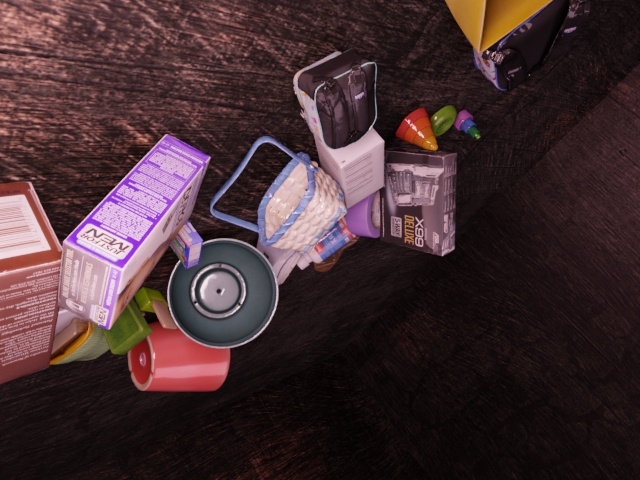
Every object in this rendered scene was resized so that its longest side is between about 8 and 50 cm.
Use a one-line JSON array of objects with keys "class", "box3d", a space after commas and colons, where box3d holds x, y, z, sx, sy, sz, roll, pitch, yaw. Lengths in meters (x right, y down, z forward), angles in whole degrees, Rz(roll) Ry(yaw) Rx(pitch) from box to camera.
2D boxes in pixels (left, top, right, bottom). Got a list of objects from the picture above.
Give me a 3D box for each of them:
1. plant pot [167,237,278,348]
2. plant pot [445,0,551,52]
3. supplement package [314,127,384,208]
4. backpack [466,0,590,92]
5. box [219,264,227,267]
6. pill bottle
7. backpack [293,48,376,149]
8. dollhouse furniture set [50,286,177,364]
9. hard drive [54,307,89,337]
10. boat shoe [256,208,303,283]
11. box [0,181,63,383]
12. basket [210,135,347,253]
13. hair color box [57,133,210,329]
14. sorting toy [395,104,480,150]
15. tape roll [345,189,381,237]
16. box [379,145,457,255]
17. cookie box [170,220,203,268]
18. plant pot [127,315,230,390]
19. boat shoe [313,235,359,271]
[{"class": "plant pot", "box3d": [-0.283, 0.145, 1.453, 0.293, 0.293, 0.196, -30, -175, -16]}, {"class": "plant pot", "box3d": [0.348, -0.556, 1.024, 0.212, 0.187, 0.212, -36, 158, 0]}, {"class": "supplement package", "box3d": [0.083, -0.218, 1.392, 0.134, 0.139, 0.244, -32, 159, -6]}, {"class": "backpack", "box3d": [0.497, -0.522, 1.301, 0.276, 0.213, 0.263, -33, 152, 7]}, {"class": "box", "box3d": [-0.288, 0.086, 1.609, 0.137, 0.027, 0.094, -43, 159, 16]}, {"class": "pill bottle", "box3d": [0.000, 0.000, 1.741, 0.221, 0.124, 0.124, -37, 159, 0]}, {"class": "backpack", "box3d": [0.036, -0.303, 1.116, 0.166, 0.144, 0.188, -33, 136, -14]}, {"class": "dollhouse furniture set", "box3d": [-0.540, 0.266, 1.309, 0.301, 0.151, 0.197, -38, 159, 5]}, {"class": "hard drive", "box3d": [-0.670, 0.222, 1.284, 0.318, 0.040, 0.210, -19, 153, -39]}, {"class": "boat shoe", "box3d": [-0.102, 0.026, 1.603, 0.156, 0.136, 0.367, -20, 146, -43]}, {"class": "box", "box3d": [-0.584, 0.094, 0.942, 0.143, 0.191, 0.381, -15, 151, -43]}, {"class": "basket", "box3d": [-0.102, -0.105, 1.299, 0.289, 0.201, 0.255, 25, 123, -35]}, {"class": "hair color box", "box3d": [-0.335, -0.027, 0.946, 0.185, 0.110, 0.339, -57, -174, 43]}, {"class": "sorting toy", "box3d": [0.403, -0.346, 1.640, 0.365, 0.126, 0.127, -16, 151, -40]}, {"class": "tape roll", "box3d": [0.158, -0.106, 1.681, 0.189, 0.080, 0.189, -24, 118, -56]}, {"class": "box", "box3d": [0.297, -0.127, 1.584, 0.076, 0.242, 0.307, -21, 117, -39]}, {"class": "cookie box", "box3d": [-0.337, 0.004, 1.273, 0.040, 0.092, 0.107, -26, 156, -33]}, {"class": "plant pot", "box3d": [-0.459, 0.360, 1.629, 0.243, 0.275, 0.275, 1, 139, -43]}, {"class": "boat shoe", "box3d": [0.058, -0.009, 1.891, 0.104, 0.089, 0.285, 22, 120, -36]}]
